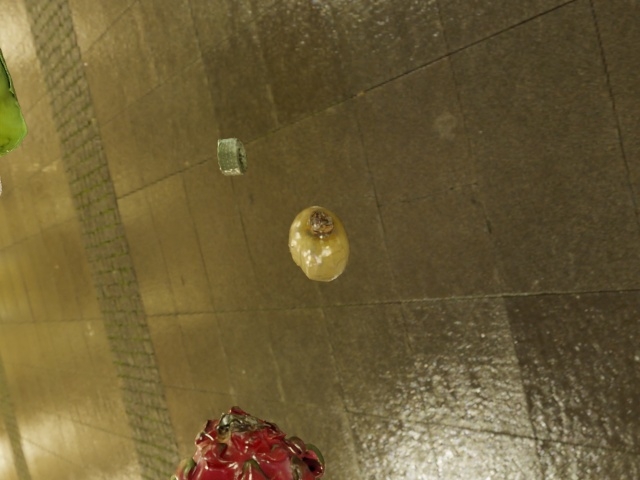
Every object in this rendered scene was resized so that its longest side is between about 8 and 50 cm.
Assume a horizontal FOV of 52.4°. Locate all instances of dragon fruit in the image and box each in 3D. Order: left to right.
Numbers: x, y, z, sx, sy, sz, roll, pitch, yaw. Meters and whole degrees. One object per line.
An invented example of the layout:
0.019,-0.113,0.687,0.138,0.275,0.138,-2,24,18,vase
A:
-0.061,0.343,0.821,0.198,0.272,0.218,-56,18,8,dragon fruit

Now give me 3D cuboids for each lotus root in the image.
0.000,0.000,1.732,0.169,0.151,0.343,47,163,18,lotus root

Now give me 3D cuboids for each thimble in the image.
-0.244,-0.232,1.797,0.062,0.084,0.110,-2,121,12,thimble

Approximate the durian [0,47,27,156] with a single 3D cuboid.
-0.426,-0.202,0.720,0.101,0.139,0.250,-2,127,31,durian
